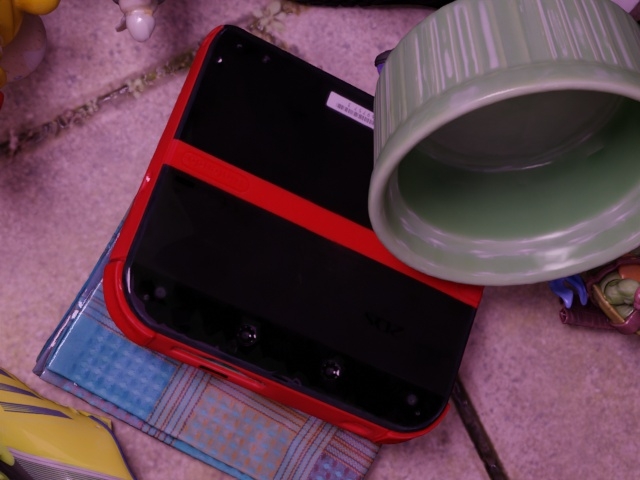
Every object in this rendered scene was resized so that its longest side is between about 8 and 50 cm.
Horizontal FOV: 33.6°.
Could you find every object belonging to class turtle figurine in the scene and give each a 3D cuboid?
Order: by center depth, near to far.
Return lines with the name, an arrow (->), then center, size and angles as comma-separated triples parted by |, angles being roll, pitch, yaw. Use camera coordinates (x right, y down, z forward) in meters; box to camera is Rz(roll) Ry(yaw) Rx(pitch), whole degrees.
turtle figurine -> 0.420, 0.047, 1.159 | 0.274, 0.198, 0.266 | -42, 99, -6

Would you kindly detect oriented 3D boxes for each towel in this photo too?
towel -> -0.074, 0.109, 1.124 | 0.370, 0.040, 0.271 | 31, 85, -12

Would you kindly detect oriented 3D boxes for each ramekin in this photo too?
ramekin -> 0.190, -0.099, 1.008 | 0.303, 0.303, 0.148 | 5, 54, -13

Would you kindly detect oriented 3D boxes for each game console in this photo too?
game console -> 0.000, 0.000, 1.104 | 0.386, 0.060, 0.342 | 25, 70, -16

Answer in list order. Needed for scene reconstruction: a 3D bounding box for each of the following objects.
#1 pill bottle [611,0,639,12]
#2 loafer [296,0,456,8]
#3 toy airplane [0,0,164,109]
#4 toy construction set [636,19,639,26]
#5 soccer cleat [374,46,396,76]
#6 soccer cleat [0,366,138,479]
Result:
pill bottle -> 0.164, -0.309, 0.990 | 0.301, 0.169, 0.169 | 18, 86, -21
loafer -> 0.078, -0.321, 1.119 | 0.365, 0.134, 0.130 | 1, 86, -23
toy airplane -> -0.331, -0.266, 0.974 | 0.386, 0.272, 0.384 | 33, 69, 25
toy construction set -> 0.482, -0.233, 1.195 | 0.215, 0.151, 0.328 | 34, 66, -13
soccer cleat -> 0.210, -0.145, 1.157 | 0.318, 0.108, 0.117 | 7, 93, -16
soccer cleat -> -0.278, 0.198, 1.066 | 0.289, 0.093, 0.121 | 48, 50, -5
